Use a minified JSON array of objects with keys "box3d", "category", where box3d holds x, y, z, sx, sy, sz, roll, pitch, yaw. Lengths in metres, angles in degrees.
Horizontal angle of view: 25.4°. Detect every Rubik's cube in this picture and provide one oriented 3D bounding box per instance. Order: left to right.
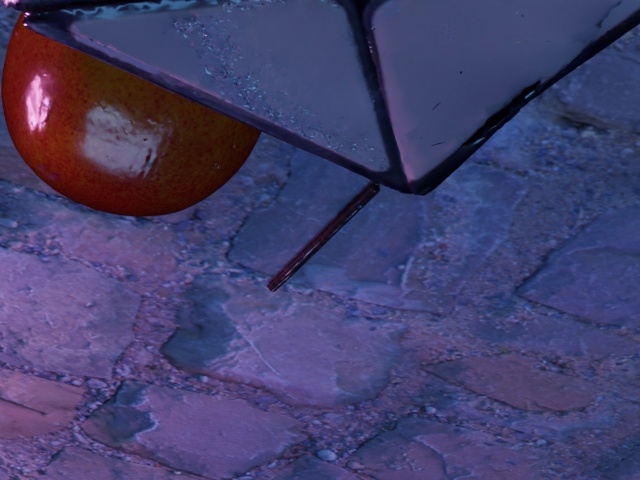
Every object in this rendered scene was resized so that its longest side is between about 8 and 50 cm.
[{"box3d":[0.021,-0.250,0.827,0.305,0.310,0.307,22,144,-25],"category":"Rubik's cube"}]

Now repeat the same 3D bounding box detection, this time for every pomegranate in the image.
[{"box3d":[-0.140,-0.141,1.151,0.221,0.221,0.257,14,121,-11],"category":"pomegranate"}]

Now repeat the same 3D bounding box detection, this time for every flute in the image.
[{"box3d":[0.000,0.000,1.547,0.014,0.014,0.269,19,148,-19],"category":"flute"}]
